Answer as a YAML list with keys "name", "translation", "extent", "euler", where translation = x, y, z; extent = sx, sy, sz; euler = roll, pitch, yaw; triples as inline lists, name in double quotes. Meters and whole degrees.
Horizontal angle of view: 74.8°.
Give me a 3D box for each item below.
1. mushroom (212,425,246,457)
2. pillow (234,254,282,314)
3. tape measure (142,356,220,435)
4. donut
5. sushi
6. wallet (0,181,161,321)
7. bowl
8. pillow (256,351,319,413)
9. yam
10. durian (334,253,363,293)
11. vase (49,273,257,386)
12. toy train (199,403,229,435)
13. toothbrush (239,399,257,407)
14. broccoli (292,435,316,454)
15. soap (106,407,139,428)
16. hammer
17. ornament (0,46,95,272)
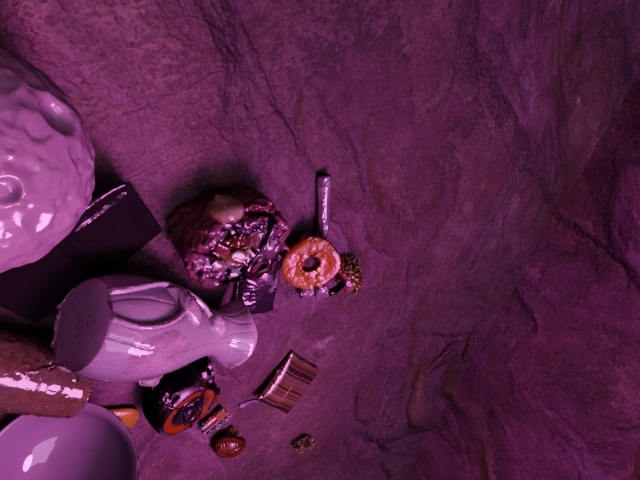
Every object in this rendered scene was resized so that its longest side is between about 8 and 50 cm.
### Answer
- name: "mushroom"
  translation: [-0.324, 0.729, 1.490]
  extent: [0.109, 0.085, 0.126]
  euler: [-53, 133, 2]
- name: "pillow"
  translation: [-0.185, 0.132, 1.226]
  extent: [0.142, 0.055, 0.208]
  euler: [-4, 119, -32]
- name: "tape measure"
  translation: [-0.397, 0.448, 1.197]
  extent: [0.202, 0.135, 0.222]
  euler: [-24, 137, -39]
- name: "donut"
  translation: [-0.030, 0.062, 1.260]
  extent: [0.179, 0.065, 0.162]
  euler: [-28, 111, 8]
- name: "sushi"
  translation: [-0.220, -0.010, 1.013]
  extent: [0.270, 0.171, 0.236]
  euler: [-19, 129, -25]
- name: "wallet"
  translation: [-0.481, 0.025, 0.830]
  extent: [0.323, 0.041, 0.247]
  euler: [-42, 163, -20]
- name: "bowl"
  translation: [-0.619, 0.562, 1.022]
  extent: [0.346, 0.345, 0.157]
  euler: [-31, 178, -23]
- name: "pillow"
  translation: [-0.116, 0.536, 1.562]
  extent: [0.212, 0.052, 0.208]
  euler: [-51, 137, -9]
- name: "yam"
  translation: [-0.633, 0.266, 0.845]
  extent: [0.168, 0.168, 0.304]
  euler: [-50, 139, -2]
- name: "durian"
  translation: [0.114, 0.124, 1.445]
  extent: [0.119, 0.108, 0.186]
  euler: [-41, 137, -12]
- name: "vase"
  translation: [-0.353, 0.212, 0.993]
  extent: [0.445, 0.250, 0.249]
  euler: [24, 100, -54]
- name: "toy train"
  translation: [-0.359, 0.607, 1.409]
  extent: [0.103, 0.044, 0.064]
  euler: [-36, 133, -21]
- name: "toothbrush"
  translation: [-0.214, 0.584, 1.542]
  extent: [0.193, 0.013, 0.019]
  euler: [-1, 124, -41]
- name: "broccoli"
  translation: [-0.066, 0.899, 1.833]
  extent: [0.095, 0.092, 0.096]
  euler: [-43, 121, -30]
- name: "soap"
  translation: [-0.581, 0.492, 1.140]
  extent: [0.169, 0.033, 0.089]
  euler: [20, 103, -46]
- name: "hammer"
  translation: [0.000, 0.000, 1.287]
  extent: [0.152, 0.044, 0.426]
  euler: [-4, 118, -5]
- name: "ornament"
  translation: [-0.493, -0.111, 0.588]
  extent: [0.337, 0.337, 0.336]
  euler: [-22, 130, -29]
